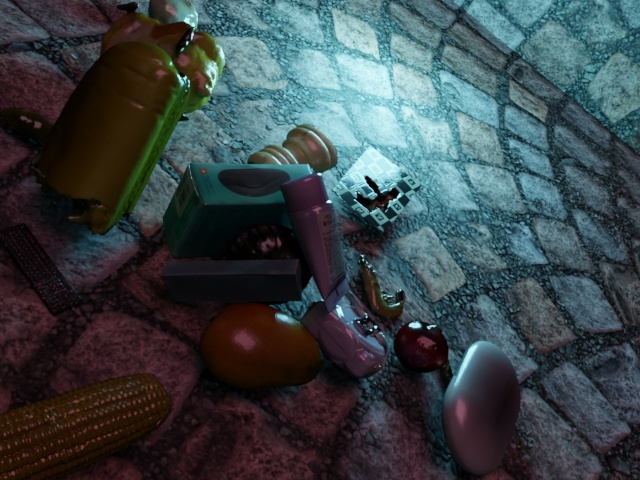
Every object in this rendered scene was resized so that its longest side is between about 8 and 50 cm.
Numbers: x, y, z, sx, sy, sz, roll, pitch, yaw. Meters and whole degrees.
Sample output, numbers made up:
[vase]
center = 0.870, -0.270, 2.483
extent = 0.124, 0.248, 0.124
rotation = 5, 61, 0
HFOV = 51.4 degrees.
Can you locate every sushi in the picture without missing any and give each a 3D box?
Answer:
[sushi]
center = 0.151, -0.132, 1.847
extent = 0.192, 0.043, 0.279
rotation = 38, 43, 1

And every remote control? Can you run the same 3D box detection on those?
[remote control]
center = 0.366, 0.371, 1.496
extent = 0.332, 0.103, 0.221
rotation = -46, 112, -46

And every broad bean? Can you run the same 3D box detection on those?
[broad bean]
center = -0.546, -0.216, 1.463
extent = 0.318, 0.056, 0.098
rotation = 18, 40, -27

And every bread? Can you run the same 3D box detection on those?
[bread]
center = -0.414, -0.217, 1.332
extent = 0.208, 0.377, 0.251
rotation = 31, -1, -11

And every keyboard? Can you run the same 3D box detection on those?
[keyboard]
center = -0.537, 0.052, 1.267
extent = 0.061, 0.013, 0.204
rotation = -28, 73, -44

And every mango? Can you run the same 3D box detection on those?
[mango]
center = -0.118, 0.208, 1.321
extent = 0.254, 0.139, 0.176
rotation = 10, 54, -37

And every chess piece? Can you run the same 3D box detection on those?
[chess piece]
center = -0.100, -0.187, 1.693
extent = 0.307, 0.124, 0.139
rotation = -37, 111, -42

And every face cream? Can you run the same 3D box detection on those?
[face cream]
center = 0.000, 0.000, 1.385
extent = 0.154, 0.096, 0.274
rotation = -41, 114, -69

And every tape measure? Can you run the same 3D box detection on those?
[tape measure]
center = 0.067, 0.202, 1.430
extent = 0.196, 0.105, 0.178
rotation = 44, 14, 13

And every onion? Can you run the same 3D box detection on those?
[onion]
center = 0.233, 0.244, 1.528
extent = 0.131, 0.131, 0.131
rotation = 18, 47, -20

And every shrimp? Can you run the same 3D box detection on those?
[shrimp]
center = 0.156, 0.112, 1.653
extent = 0.124, 0.034, 0.178
rotation = 5, 54, -34

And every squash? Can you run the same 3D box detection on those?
[squash]
center = -0.109, 0.050, 1.424
extent = 0.193, 0.193, 0.156
rotation = 23, 23, -15

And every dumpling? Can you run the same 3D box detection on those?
[dumpling]
center = -0.410, -0.622, 1.855
extent = 0.136, 0.118, 0.199
rotation = -4, 78, -33

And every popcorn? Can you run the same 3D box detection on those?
[popcorn]
center = -0.374, -0.401, 1.595
extent = 0.297, 0.281, 0.316
rotation = -19, 46, -8

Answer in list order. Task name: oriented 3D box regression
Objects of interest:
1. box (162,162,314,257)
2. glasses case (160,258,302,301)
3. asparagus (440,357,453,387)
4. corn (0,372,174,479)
[box]
center = -0.169, -0.067, 1.470
extent = 0.311, 0.205, 0.118
rotation = -4, 60, -34
[glasses case]
center = -0.173, 0.076, 1.326
extent = 0.266, 0.105, 0.056
rotation = -1, 54, 6
[asparagus]
center = 0.298, 0.311, 1.577
extent = 0.036, 0.030, 0.165
rotation = -7, 57, -15
[corn]
center = -0.401, 0.303, 1.063
extent = 0.344, 0.131, 0.131
rotation = -16, 64, -42
